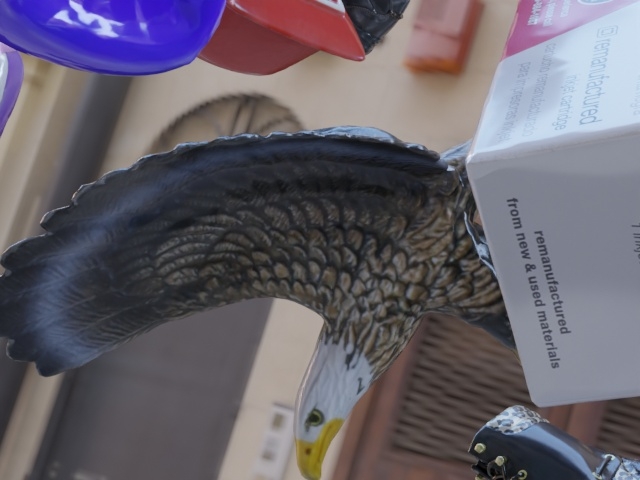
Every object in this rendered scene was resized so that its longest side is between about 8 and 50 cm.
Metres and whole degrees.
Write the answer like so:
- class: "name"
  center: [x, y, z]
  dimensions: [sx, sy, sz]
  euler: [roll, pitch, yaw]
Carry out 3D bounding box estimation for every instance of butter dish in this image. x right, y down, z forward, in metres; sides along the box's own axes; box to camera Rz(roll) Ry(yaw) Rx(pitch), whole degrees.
- class: "butter dish"
  center: [-0.071, -0.174, 1.084]
  dimensions: [0.118, 0.160, 0.160]
  euler: [-38, -30, 26]

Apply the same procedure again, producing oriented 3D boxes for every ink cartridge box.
- class: "ink cartridge box"
  center: [0.184, -0.041, 0.527]
  dimensions: [0.237, 0.172, 0.100]
  euler: [-9, -64, 19]

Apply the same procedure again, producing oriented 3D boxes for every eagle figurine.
- class: "eagle figurine"
  center: [-0.003, 0.009, 0.810]
  dimensions: [0.298, 0.225, 0.226]
  euler: [18, -42, 0]

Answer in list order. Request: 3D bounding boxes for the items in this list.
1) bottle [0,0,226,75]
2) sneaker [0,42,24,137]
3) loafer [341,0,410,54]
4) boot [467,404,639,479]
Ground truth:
- class: "bottle"
  center: [-0.148, -0.141, 0.696]
  dimensions: [0.118, 0.092, 0.283]
  euler: [12, 8, -36]
- class: "sneaker"
  center: [-0.236, -0.021, 0.925]
  dimensions: [0.095, 0.236, 0.104]
  euler: [41, 16, 30]
- class: "loafer"
  center: [0.002, -0.227, 1.227]
  dimensions: [0.170, 0.061, 0.062]
  euler: [49, 21, -4]
- class: "boot"
  center: [0.202, 0.253, 1.466]
  dimensions: [0.178, 0.236, 0.085]
  euler: [26, -50, 32]
